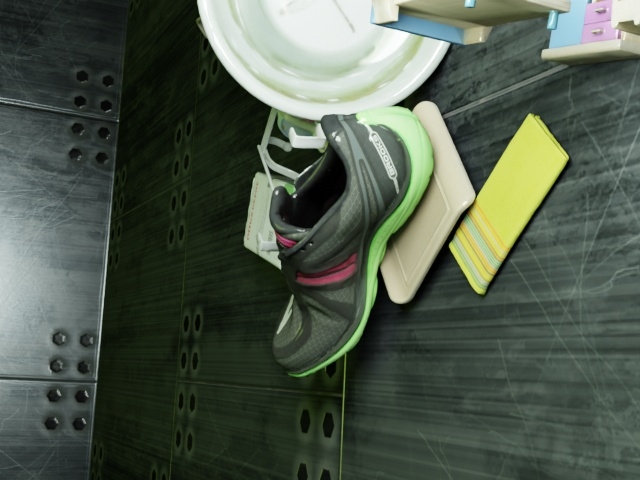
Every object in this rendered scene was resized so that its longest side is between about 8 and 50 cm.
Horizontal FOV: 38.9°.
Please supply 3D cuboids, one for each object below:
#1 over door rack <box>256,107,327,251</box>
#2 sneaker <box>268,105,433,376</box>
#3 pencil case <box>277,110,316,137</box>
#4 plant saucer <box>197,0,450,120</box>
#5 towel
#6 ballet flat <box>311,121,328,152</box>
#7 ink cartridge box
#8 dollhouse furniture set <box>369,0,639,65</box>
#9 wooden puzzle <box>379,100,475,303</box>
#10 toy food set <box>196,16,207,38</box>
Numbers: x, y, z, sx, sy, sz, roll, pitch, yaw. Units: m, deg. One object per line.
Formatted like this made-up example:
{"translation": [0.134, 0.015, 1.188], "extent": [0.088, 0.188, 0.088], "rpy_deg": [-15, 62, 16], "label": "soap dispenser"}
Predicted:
{"translation": [-0.033, -0.160, 1.533], "extent": [0.324, 0.108, 0.239], "rpy_deg": [-94, 18, -50], "label": "over door rack"}
{"translation": [0.000, 0.000, 1.393], "extent": [0.185, 0.202, 0.482], "rpy_deg": [-117, 40, -52], "label": "sneaker"}
{"translation": [-0.044, -0.327, 1.780], "extent": [0.124, 0.114, 0.273], "rpy_deg": [100, 163, -56], "label": "pencil case"}
{"translation": [0.012, -0.383, 1.369], "extent": [0.100, 0.401, 0.400], "rpy_deg": [-129, 49, -76], "label": "plant saucer"}
{"translation": [0.247, -0.045, 1.202], "extent": [0.237, 0.021, 0.102], "rpy_deg": [-64, 35, 35], "label": "towel"}
{"translation": [0.059, -0.231, 1.599], "extent": [0.077, 0.091, 0.241], "rpy_deg": [52, 143, 15], "label": "ballet flat"}
{"translation": [-0.065, -0.039, 1.772], "extent": [0.219, 0.093, 0.160], "rpy_deg": [-152, 70, -64], "label": "ink cartridge box"}
{"translation": [0.237, -0.317, 0.956], "extent": [0.286, 0.303, 0.198], "rpy_deg": [-167, 83, -65], "label": "dollhouse furniture set"}
{"translation": [0.148, -0.056, 1.379], "extent": [0.238, 0.044, 0.221], "rpy_deg": [119, 147, -41], "label": "wooden puzzle"}
{"translation": [-0.137, -0.506, 1.930], "extent": [0.220, 0.092, 0.306], "rpy_deg": [-40, 18, -7], "label": "toy food set"}
